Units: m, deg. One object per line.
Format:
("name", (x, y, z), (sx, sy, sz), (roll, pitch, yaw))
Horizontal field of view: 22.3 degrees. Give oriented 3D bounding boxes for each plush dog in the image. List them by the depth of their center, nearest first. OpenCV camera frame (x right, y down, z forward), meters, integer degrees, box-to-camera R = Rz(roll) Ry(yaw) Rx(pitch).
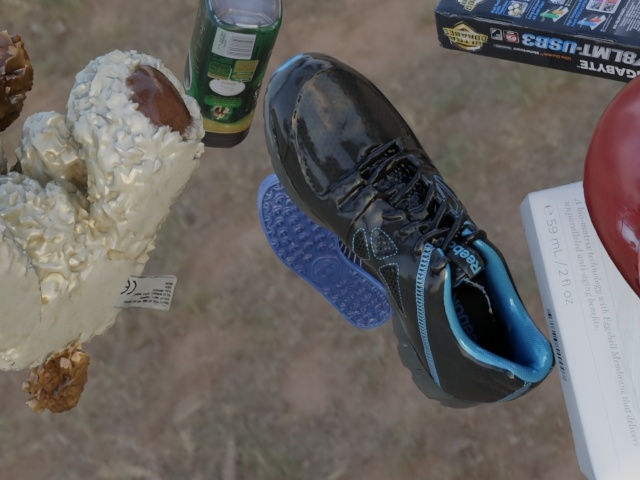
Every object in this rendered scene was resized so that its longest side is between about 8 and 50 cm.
("plush dog", (-0.230, -0.020, 1.028), (0.225, 0.210, 0.262), (35, 50, 24))

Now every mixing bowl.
("mixing bowl", (0.225, -0.043, 0.970), (0.181, 0.181, 0.098), (-40, 43, -13))

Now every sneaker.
("sneaker", (0.082, -0.016, 1.339), (0.125, 0.341, 0.140), (-38, 9, -22))
("sneaker", (0.000, 0.000, 1.812), (0.081, 0.232, 0.090), (-31, 32, 10))

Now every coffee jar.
("coffee jar", (-0.093, -0.180, 1.623), (0.079, 0.184, 0.096), (5, 51, -13))

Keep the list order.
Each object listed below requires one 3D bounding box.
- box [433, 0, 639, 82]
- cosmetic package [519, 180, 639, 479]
("box", (0.333, -0.333, 2.025), (0.293, 0.073, 0.295), (13, 52, 26))
("cosmetic package", (0.285, 0.051, 1.212), (0.225, 0.224, 0.138), (-14, -3, 3))
